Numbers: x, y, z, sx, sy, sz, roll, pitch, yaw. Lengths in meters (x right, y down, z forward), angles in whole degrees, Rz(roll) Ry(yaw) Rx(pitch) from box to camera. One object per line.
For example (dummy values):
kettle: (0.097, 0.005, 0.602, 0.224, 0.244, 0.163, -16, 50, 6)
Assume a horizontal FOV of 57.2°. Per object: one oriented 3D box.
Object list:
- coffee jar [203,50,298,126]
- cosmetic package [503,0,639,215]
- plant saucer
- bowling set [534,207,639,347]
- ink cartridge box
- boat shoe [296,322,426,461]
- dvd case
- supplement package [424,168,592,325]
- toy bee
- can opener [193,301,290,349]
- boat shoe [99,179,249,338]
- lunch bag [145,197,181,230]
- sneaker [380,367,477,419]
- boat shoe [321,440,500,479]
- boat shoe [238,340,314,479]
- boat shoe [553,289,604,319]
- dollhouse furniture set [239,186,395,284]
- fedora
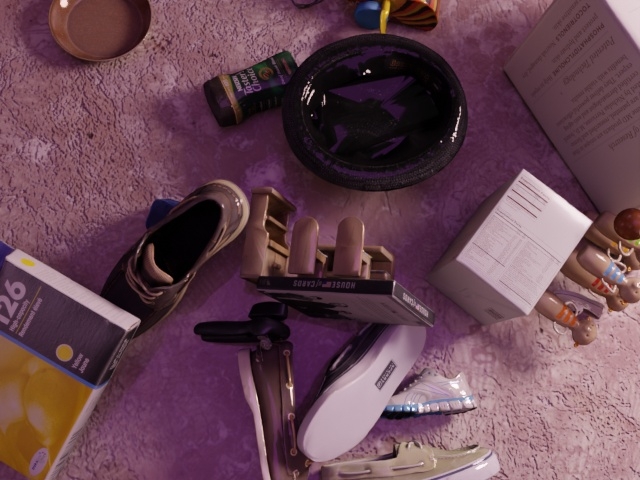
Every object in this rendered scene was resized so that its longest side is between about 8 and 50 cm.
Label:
coffee jar: (-0.128, -0.291, 1.133, 0.185, 0.079, 0.096, -24, 80, -10)
cosmetic package: (0.625, -0.305, 1.075, 0.330, 0.327, 0.393, -29, 82, -11)
plant saucer: (-0.432, -0.436, 1.165, 0.199, 0.036, 0.198, 1, 77, -5)
bowling set: (0.522, 0.047, 1.026, 0.154, 0.200, 0.287, 39, 65, 2)
ink cartridge box: (-0.494, 0.185, 0.942, 0.307, 0.072, 0.303, 29, 98, 0)
boat shoe: (0.055, 0.235, 0.993, 0.301, 0.102, 0.108, -48, 118, -25)
dvd case: (0.043, 0.098, 0.948, 0.239, 0.179, 0.029, -1, 69, 30)
supplement package: (0.322, 0.021, 1.037, 0.149, 0.194, 0.203, 39, 77, 4)
toy bee: (0.104, -0.493, 1.162, 0.299, 0.162, 0.195, -12, 79, -8)
can opener: (-0.134, 0.154, 1.006, 0.186, 0.059, 0.073, -13, 40, 26)
boat shoe: (-0.270, 0.036, 0.974, 0.132, 0.130, 0.355, 41, 98, 2)
lunch bag: (-0.258, -0.034, 1.066, 0.099, 0.065, 0.067, 25, 98, 2)
sneaker: (0.174, 0.269, 1.037, 0.191, 0.071, 0.082, -3, 64, -9)
boat shoe: (0.147, 0.385, 0.980, 0.303, 0.109, 0.094, -14, 76, -5)
boat shoe: (-0.057, 0.329, 0.973, 0.097, 0.116, 0.324, -14, 72, -5)
boat shoe: (0.486, 0.123, 1.109, 0.100, 0.035, 0.035, 22, 73, -6)
dollhouse furniture set: (0.000, 0.000, 1.011, 0.242, 0.212, 0.160, 1, 75, 22)
fedora: (0.097, -0.218, 1.096, 0.334, 0.152, 0.333, 0, 77, -1)
